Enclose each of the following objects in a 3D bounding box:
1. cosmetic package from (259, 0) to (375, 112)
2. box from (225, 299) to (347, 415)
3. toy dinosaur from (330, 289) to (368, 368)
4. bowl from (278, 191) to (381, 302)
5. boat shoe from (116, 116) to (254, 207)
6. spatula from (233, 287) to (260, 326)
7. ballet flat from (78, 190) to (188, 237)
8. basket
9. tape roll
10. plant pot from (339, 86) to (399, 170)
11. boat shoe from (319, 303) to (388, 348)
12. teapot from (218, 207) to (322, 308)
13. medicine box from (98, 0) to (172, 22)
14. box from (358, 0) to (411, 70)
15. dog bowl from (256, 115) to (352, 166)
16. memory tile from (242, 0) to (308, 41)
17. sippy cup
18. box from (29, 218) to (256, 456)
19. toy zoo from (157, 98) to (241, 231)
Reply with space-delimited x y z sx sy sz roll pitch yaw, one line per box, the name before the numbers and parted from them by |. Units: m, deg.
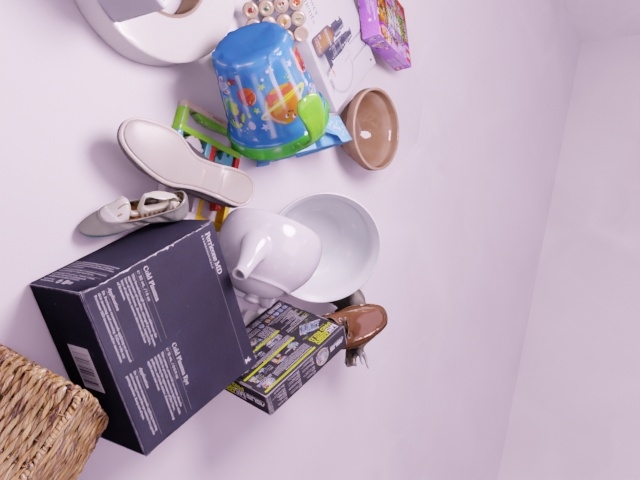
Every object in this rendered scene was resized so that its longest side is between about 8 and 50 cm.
cosmetic package | -0.003 -0.564 1.659 0.284 0.097 0.377 -59 134 -41
box | -0.105 0.262 1.471 0.270 0.216 0.060 -38 131 -38
toy dinosaur | 0.078 0.188 1.767 0.121 0.160 0.313 -18 107 -50
bowl | 0.000 0.000 1.630 0.134 0.298 0.297 -111 -176 -67
boat shoe | -0.287 -0.149 1.308 0.335 0.095 0.112 26 74 -42
spatula | -0.203 0.128 1.522 0.242 0.019 0.168 27 72 -49
ballet flat | -0.360 -0.061 1.224 0.213 0.072 0.068 -12 139 -27
basket | -0.537 0.358 1.055 0.213 0.223 0.299 95 21 -58
tape roll | -0.332 -0.552 1.277 0.392 0.072 0.392 -5 96 -52
plant pot | 0.124 -0.320 1.835 0.237 0.110 0.237 -4 95 -51
boat shoe | 0.042 0.240 1.635 0.307 0.104 0.110 -18 84 -12
teapot | -0.126 0.053 1.414 0.256 0.252 0.187 26 74 -34
medicine box | -0.321 -0.588 1.112 0.263 0.149 0.289 54 52 -37
box | 0.190 -0.645 1.864 0.293 0.057 0.200 8 75 -65
dog bowl | -0.047 -0.254 1.592 0.297 0.166 0.074 -22 97 -49
memory tile | -0.105 -0.516 1.494 0.148 0.012 0.113 -14 120 -9
sippy cup | -0.118 -0.330 1.348 0.224 0.306 0.240 70 30 -46
box | -0.328 0.172 1.237 0.312 0.179 0.343 -34 118 -44
toy zoo | -0.269 -0.141 1.412 0.192 0.030 0.293 22 75 -50
